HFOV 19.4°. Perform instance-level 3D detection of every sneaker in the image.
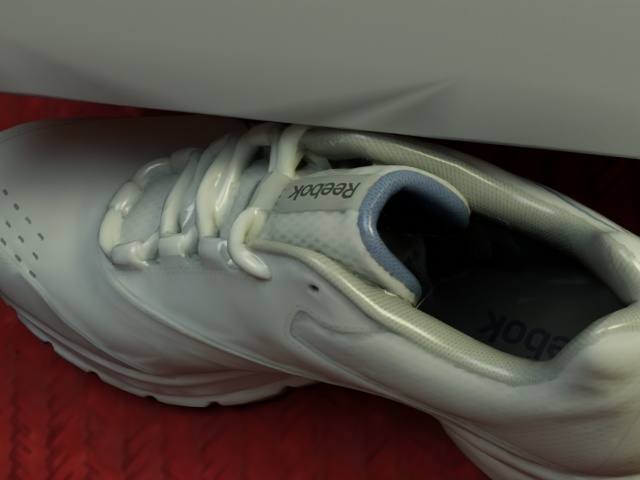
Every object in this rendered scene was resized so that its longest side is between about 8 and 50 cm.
[{"bbox_3d":[0.000,0.000,0.604,0.297,0.129,0.111,12,69,26],"label":"sneaker"}]

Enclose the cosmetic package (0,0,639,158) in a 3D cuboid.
[{"bbox_3d":[0.062,-0.155,0.603,0.377,0.097,0.284,6,47,14],"label":"cosmetic package"}]
